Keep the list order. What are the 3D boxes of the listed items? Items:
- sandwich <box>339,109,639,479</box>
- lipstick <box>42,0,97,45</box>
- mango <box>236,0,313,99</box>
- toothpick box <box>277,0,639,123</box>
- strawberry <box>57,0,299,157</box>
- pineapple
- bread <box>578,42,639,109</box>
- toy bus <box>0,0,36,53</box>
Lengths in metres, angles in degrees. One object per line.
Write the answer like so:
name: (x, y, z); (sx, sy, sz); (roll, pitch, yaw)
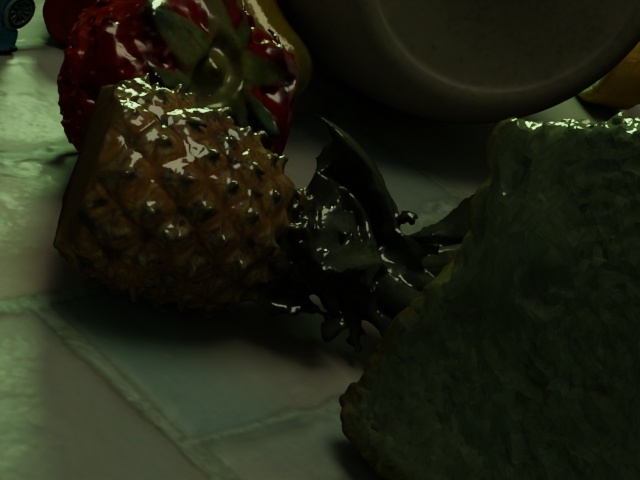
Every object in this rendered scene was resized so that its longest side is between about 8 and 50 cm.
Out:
sandwich: (0.174, 0.063, 1.140); (0.131, 0.325, 0.262); (12, 25, -40)
lipstick: (-0.198, -0.254, 1.763); (0.073, 0.073, 0.279); (18, 28, -5)
mango: (-0.091, -0.196, 1.655); (0.099, 0.136, 0.227); (-2, 45, -50)
toothpick box: (0.111, -0.335, 1.755); (0.409, 0.409, 0.425); (11, 23, -19)
strawberry: (-0.123, -0.116, 1.461); (0.187, 0.184, 0.201); (-21, 19, -29)
pineapple: (-0.001, -0.002, 1.335); (0.365, 0.165, 0.165); (15, 27, -17)
bread: (0.310, -0.203, 1.967); (0.073, 0.122, 0.149); (14, 28, -19)
toy bus: (-0.288, -0.250, 1.564); (0.106, 0.184, 0.090); (-14, 42, -45)
